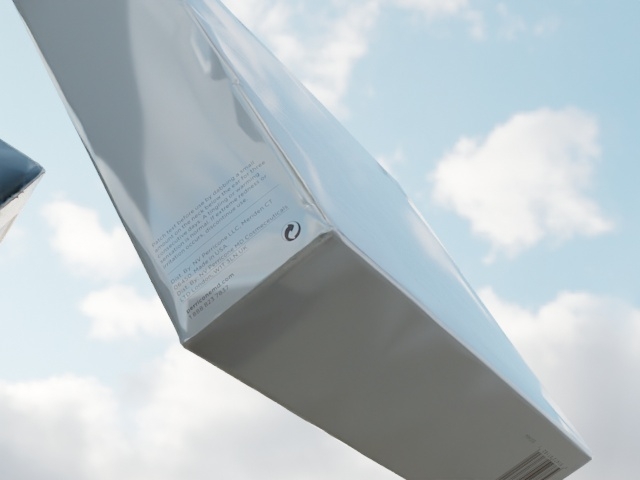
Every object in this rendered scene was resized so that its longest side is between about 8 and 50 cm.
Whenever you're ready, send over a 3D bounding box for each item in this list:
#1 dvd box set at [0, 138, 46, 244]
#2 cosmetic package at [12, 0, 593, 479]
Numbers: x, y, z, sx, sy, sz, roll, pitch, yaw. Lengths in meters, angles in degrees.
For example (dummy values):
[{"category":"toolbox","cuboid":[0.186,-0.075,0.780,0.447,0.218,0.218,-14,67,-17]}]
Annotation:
[{"category":"dvd box set","cuboid":[-0.304,0.148,0.646,0.062,0.307,0.420,33,-74,-6]},{"category":"cosmetic package","cuboid":[0.000,0.000,0.782,0.097,0.284,0.377,-37,-37,10]}]
